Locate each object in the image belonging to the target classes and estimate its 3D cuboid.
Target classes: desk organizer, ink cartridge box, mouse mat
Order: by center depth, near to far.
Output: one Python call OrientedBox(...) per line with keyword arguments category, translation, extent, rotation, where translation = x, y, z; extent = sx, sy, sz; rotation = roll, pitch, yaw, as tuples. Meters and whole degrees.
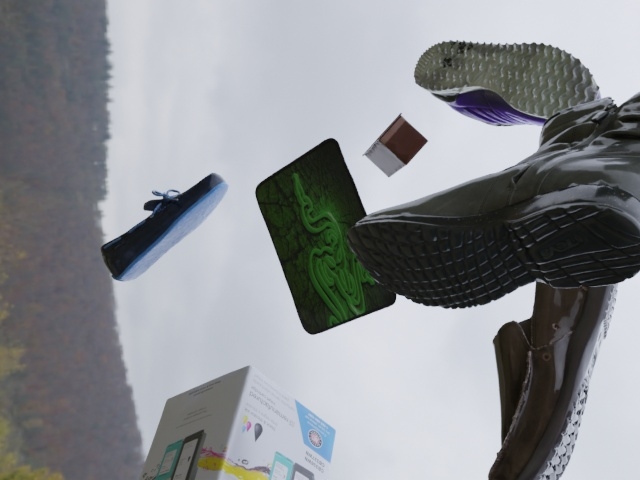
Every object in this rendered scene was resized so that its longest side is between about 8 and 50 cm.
OrientedBox(category="mouse mat", translation=(0.000, 0.000, 0.828), extent=(0.153, 0.007, 0.189), rotation=(-28, -99, 44))
OrientedBox(category="desk organizer", translation=(0.098, -0.123, 1.006), extent=(0.050, 0.047, 0.130), rotation=(42, -5, -2))
OrientedBox(category="ink cartridge box", translation=(-0.129, 0.362, 1.072), extent=(0.197, 0.198, 0.270), rotation=(-27, -146, 34))

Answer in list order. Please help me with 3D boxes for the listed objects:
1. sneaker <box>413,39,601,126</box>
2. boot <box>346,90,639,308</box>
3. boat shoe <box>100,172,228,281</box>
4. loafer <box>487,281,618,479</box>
OrientedBox(category="sneaker", translation=(0.291, -0.218, 1.119), extent=(0.293, 0.146, 0.102), rotation=(26, -93, 42))
OrientedBox(category="boot", translation=(0.149, -0.034, 0.558), extent=(0.246, 0.161, 0.083), rotation=(-7, -56, 46))
OrientedBox(category="boat shoe", translation=(-0.279, -0.039, 1.309), extent=(0.089, 0.258, 0.109), rotation=(50, -4, 13))
OrientedBox(category="loafer", translation=(0.287, 0.173, 0.994), extent=(0.130, 0.366, 0.134), rotation=(14, -29, 27))
